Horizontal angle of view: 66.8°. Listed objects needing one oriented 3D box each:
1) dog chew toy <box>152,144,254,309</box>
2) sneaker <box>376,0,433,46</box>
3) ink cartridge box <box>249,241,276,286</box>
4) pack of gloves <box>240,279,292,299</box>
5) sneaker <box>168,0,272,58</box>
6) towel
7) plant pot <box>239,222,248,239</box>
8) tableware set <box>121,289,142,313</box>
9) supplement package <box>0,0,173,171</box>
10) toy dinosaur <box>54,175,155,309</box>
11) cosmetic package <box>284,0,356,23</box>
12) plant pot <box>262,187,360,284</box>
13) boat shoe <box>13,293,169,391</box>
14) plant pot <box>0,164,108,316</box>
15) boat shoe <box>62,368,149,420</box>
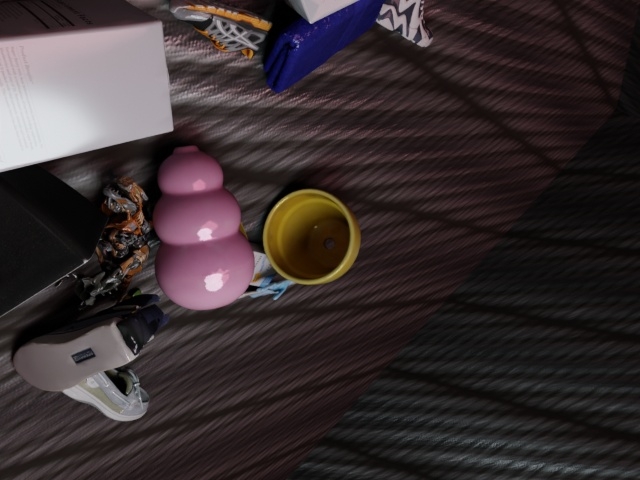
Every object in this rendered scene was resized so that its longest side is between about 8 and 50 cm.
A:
[{"bbox_3d":[-0.253,-0.029,1.010,0.207,0.207,0.331,-17,106,-39],"label":"dog chew toy"},{"bbox_3d":[0.229,-0.578,1.185,0.235,0.094,0.153,6,127,-40],"label":"sneaker"},{"bbox_3d":[-0.195,0.064,1.338,0.181,0.062,0.104,19,108,-55],"label":"ink cartridge box"},{"bbox_3d":[-0.131,0.152,1.398,0.195,0.046,0.232,-23,170,31],"label":"pack of gloves"},{"bbox_3d":[-0.182,-0.394,0.901,0.215,0.084,0.083,-7,132,-47],"label":"sneaker"},{"bbox_3d":[0.017,-0.449,1.008,0.308,0.076,0.228,-42,-176,-17],"label":"towel"},{"bbox_3d":[-0.239,-0.011,1.176,0.095,0.134,0.134,-23,144,2],"label":"plant pot"},{"bbox_3d":[-0.476,0.186,1.147,0.154,0.024,0.104,-59,176,17],"label":"tableware set"},{"bbox_3d":[-0.395,-0.240,0.713,0.293,0.175,0.177,-24,137,-33],"label":"supplement package"},{"bbox_3d":[-0.415,0.026,0.981,0.218,0.165,0.321,-39,136,-43],"label":"toy dinosaur"},{"bbox_3d":[0.102,-0.545,0.836,0.385,0.217,0.156,-28,128,0],"label":"cosmetic package"},{"bbox_3d":[0.000,0.000,1.363,0.253,0.254,0.239,-54,162,5],"label":"plant pot"},{"bbox_3d":[-0.478,0.213,1.035,0.127,0.341,0.158,69,22,-14],"label":"boat shoe"},{"bbox_3d":[-0.470,-0.020,0.746,0.188,0.188,0.166,-32,116,0],"label":"plant pot"},{"bbox_3d":[-0.517,0.352,1.198,0.103,0.118,0.320,-40,138,-8],"label":"boat shoe"}]
